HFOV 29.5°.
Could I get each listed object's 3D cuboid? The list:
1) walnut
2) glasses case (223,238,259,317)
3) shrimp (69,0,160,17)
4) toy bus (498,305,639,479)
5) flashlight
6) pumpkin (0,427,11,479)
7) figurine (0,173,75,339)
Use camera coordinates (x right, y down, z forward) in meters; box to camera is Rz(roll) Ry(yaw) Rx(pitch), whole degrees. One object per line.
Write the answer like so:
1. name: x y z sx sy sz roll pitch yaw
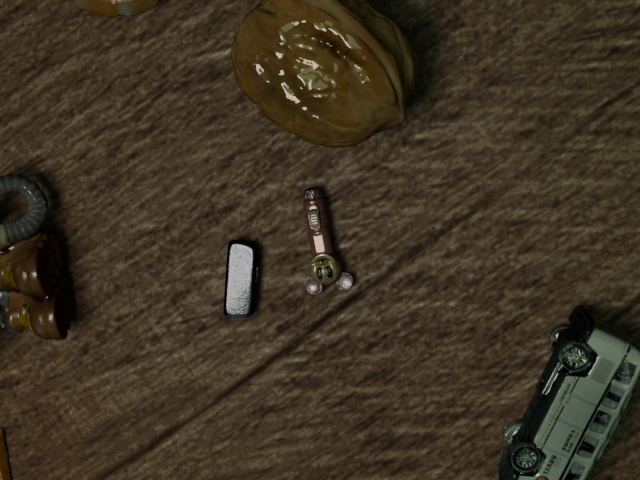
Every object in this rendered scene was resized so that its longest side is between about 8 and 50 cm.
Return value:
1. walnut: 0.008 -0.170 1.179 0.184 0.155 0.155 37 102 3
2. glasses case: -0.083 0.040 1.282 0.033 0.023 0.083 5 99 5
3. shrimp: -0.173 -0.358 1.237 0.152 0.063 0.287 32 104 4
4. toy bus: 0.246 0.168 1.201 0.089 0.087 0.194 24 99 -2
5. flashlight: 0.000 0.000 1.256 0.052 0.031 0.110 -10 94 12
6. pumpkin: -0.382 0.266 1.360 0.073 0.035 0.101 -11 92 10
7. figurine: -0.462 0.088 1.286 0.382 0.186 0.261 -8 105 6
